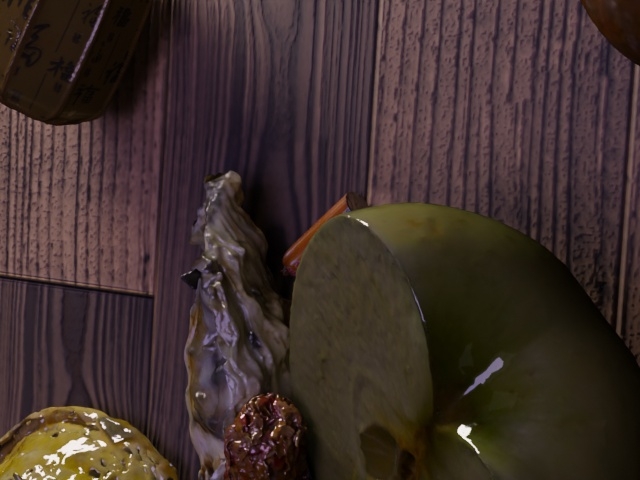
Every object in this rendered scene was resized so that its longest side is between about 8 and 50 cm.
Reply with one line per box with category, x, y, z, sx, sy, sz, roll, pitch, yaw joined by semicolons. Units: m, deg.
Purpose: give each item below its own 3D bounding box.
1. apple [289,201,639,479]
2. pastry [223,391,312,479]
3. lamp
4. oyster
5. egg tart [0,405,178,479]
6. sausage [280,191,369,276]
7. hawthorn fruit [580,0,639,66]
apple;0.087;0.165;1.143;0.312;0.320;0.360;24;151;1
pastry;-0.041;0.208;1.277;0.063;0.087;0.169;36;139;42
lamp;-0.249;-0.216;1.488;0.161;0.161;0.185;38;114;30
oyster;-0.075;0.114;1.382;0.201;0.107;0.354;-164;73;-82
egg tart;-0.262;0.336;1.515;0.345;0.132;0.345;0;90;35
sausage;0.000;0.000;1.375;0.107;0.031;0.031;-43;66;29
hawthorn fruit;0.280;-0.254;1.025;0.268;0.268;0.301;-35;61;32
